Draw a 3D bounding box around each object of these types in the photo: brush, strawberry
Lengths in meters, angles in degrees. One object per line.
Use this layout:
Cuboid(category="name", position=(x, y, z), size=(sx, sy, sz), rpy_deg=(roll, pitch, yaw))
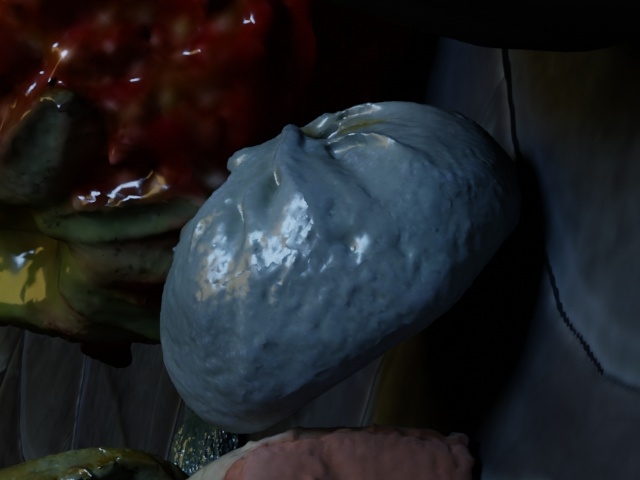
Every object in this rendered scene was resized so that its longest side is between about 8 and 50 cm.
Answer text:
Cuboid(category="brush", position=(-0.044, 0.036, 0.992), size=(0.070, 0.021, 0.196), rpy_deg=(150, 133, -65))
Cuboid(category="strawberry", position=(-0.078, -0.126, 0.878), size=(0.343, 0.292, 0.292), rpy_deg=(-62, 10, -25))

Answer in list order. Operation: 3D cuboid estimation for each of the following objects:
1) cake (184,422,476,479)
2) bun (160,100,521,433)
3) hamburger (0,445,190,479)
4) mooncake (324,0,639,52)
Cuboid(category="cake", position=(-0.011, 0.170, 0.657), size=(0.109, 0.090, 0.225), rpy_deg=(140, 141, -57))
Cuboid(category="bun", position=(0.000, 0.000, 0.687), size=(0.141, 0.083, 0.141), rpy_deg=(-37, 2, 2))
Cuboid(category="hamburger", position=(-0.104, 0.180, 0.861), size=(0.185, 0.159, 0.131), rpy_deg=(52, -156, -53))
Cuboid(category="mooncake", position=(0.070, -0.192, 0.582), size=(0.306, 0.154, 0.306), rpy_deg=(-164, 90, -74))
